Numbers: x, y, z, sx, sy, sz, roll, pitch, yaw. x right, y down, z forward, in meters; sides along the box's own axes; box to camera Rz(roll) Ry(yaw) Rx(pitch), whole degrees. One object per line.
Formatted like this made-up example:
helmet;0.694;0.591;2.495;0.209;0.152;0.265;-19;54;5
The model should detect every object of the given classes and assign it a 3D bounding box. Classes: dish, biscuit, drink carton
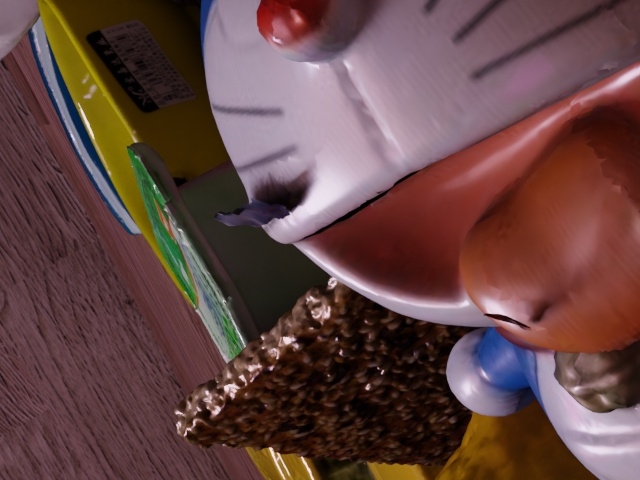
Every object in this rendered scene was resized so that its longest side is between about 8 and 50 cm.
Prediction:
dish;-0.099;-0.082;1.033;0.262;0.108;0.221;54;166;32
biscuit;0.054;0.068;0.683;0.237;0.131;0.026;14;-133;-45
drink carton;0.000;0.000;0.739;0.144;0.142;0.146;59;168;20

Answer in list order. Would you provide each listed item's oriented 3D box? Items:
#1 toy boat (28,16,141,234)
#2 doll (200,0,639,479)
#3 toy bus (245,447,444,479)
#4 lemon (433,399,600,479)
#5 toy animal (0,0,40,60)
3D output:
toy boat;-0.204;-0.147;1.356;0.062;0.096;0.299;10;127;61
doll;0.073;-0.010;0.387;0.257;0.161;0.215;51;141;-10
toy bus;0.023;0.133;0.989;0.121;0.123;0.335;63;168;-9
lemon;0.121;0.169;0.538;0.256;0.188;0.188;61;168;6
toy animal;-0.278;-0.289;1.146;0.272;0.206;0.265;44;-174;-17
